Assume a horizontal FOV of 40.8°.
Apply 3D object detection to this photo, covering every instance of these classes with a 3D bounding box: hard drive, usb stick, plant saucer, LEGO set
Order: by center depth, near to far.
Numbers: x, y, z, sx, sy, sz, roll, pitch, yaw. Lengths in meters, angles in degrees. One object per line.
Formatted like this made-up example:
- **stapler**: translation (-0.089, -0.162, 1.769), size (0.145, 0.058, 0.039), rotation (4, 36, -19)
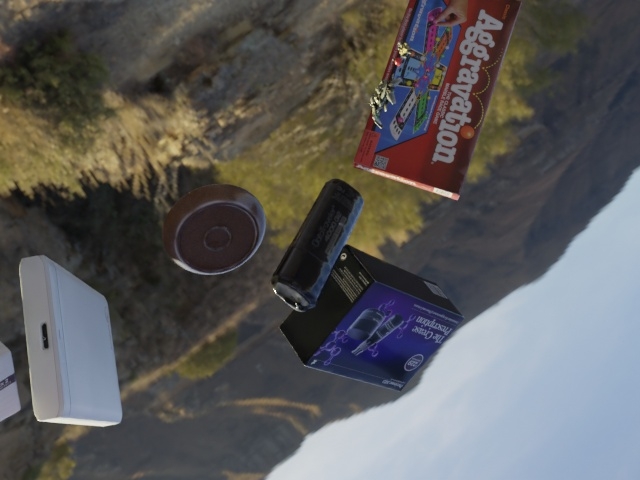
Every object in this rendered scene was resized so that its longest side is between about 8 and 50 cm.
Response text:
- **LEGO set**: translation (0.061, -0.147, 0.804), size (0.054, 0.023, 0.083), rotation (-137, -119, -79)
- **usb stick**: translation (0.000, 0.000, 1.307), size (0.045, 0.077, 0.278), rotation (-47, -170, 41)
- **plant saucer**: translation (-0.163, -0.010, 1.352), size (0.168, 0.168, 0.029), rotation (-36, -142, 3)
- **hard drive**: translation (-0.389, 0.174, 1.370), size (0.047, 0.233, 0.353), rotation (-10, 167, -3)

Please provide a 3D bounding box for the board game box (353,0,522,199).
- **board game box**: translation (0.155, -0.206, 1.134), size (0.027, 0.145, 0.281), rotation (83, 25, -78)

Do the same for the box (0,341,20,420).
- **box**: translation (-0.515, 0.177, 1.096), size (0.181, 0.182, 0.119), rotation (-33, 144, -39)

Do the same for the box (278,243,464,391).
- **box**: translation (0.090, 0.137, 1.435), size (0.261, 0.103, 0.184), rotation (23, 114, -45)
